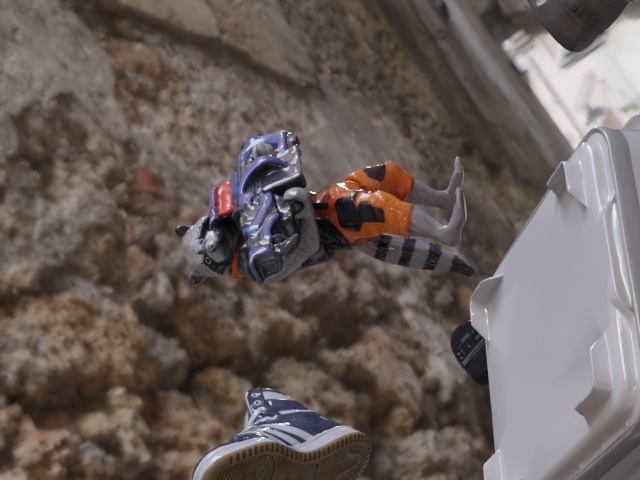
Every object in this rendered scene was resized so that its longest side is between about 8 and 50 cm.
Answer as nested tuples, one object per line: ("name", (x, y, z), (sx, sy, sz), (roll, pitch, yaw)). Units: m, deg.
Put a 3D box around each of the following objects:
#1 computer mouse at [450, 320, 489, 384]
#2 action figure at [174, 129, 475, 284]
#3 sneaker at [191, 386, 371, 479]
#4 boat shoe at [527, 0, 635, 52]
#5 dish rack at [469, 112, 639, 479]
("computer mouse", (0.256, 0.195, 1.679), (0.041, 0.242, 0.071), (31, -73, -38))
("action figure", (0.000, 0.000, 1.324), (0.330, 0.178, 0.341), (-8, 27, 8))
("sneaker", (-0.081, 0.249, 1.420), (0.282, 0.153, 0.099), (1, -72, -50))
("boat shoe", (0.185, -0.267, 1.068), (0.112, 0.335, 0.095), (20, -67, -22))
("dish rack", (0.199, 0.082, 0.979), (0.072, 0.285, 0.333), (6, -31, -10))
